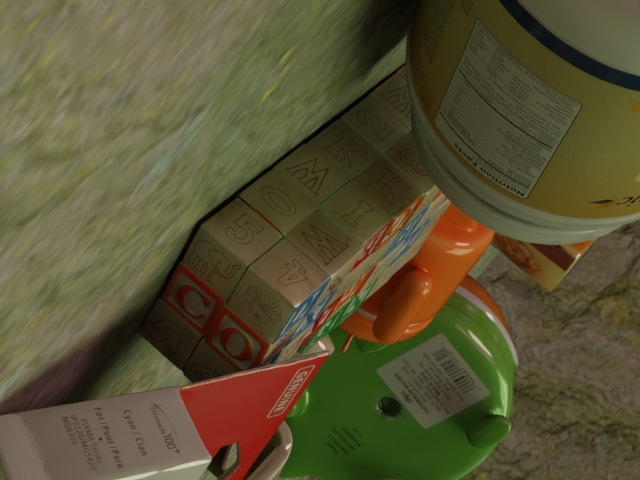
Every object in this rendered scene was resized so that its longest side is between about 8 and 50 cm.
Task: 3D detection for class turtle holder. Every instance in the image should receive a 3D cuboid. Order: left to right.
[{"bbox_3d":[0.075,0.159,1.788,0.227,0.243,0.320,-68,-178,-59],"label":"turtle holder"}]

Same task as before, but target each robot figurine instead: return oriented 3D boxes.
[{"bbox_3d":[0.072,0.003,1.470,0.128,0.158,0.219,-11,146,-41],"label":"robot figurine"}]

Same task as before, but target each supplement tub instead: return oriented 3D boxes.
[{"bbox_3d":[0.178,-0.143,1.044,0.228,0.228,0.316,-46,170,-21],"label":"supplement tub"}]

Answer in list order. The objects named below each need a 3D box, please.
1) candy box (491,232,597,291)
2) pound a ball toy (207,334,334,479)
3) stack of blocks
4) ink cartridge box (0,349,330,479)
[{"bbox_3d":[0.282,-0.115,1.807,0.316,0.183,0.087,-45,169,-28],"label":"candy box"},{"bbox_3d":[-0.076,0.207,1.574,0.208,0.136,0.319,-45,171,-24],"label":"pound a ball toy"},{"bbox_3d":[0.000,0.000,1.224,0.297,0.087,0.171,-40,167,-45],"label":"stack of blocks"},{"bbox_3d":[-0.141,0.201,1.136,0.261,0.066,0.296,-9,147,-34],"label":"ink cartridge box"}]
